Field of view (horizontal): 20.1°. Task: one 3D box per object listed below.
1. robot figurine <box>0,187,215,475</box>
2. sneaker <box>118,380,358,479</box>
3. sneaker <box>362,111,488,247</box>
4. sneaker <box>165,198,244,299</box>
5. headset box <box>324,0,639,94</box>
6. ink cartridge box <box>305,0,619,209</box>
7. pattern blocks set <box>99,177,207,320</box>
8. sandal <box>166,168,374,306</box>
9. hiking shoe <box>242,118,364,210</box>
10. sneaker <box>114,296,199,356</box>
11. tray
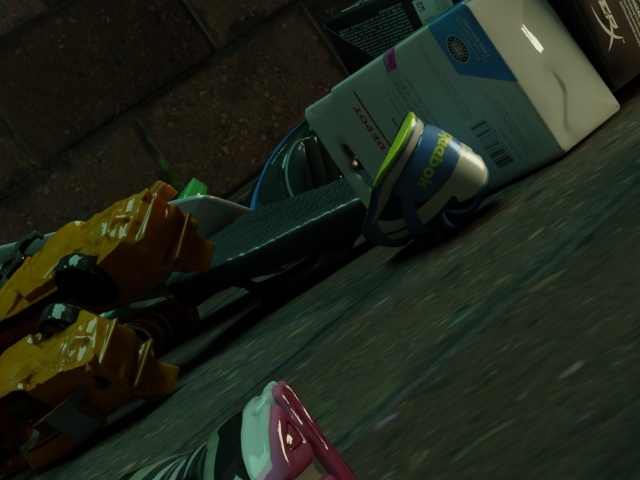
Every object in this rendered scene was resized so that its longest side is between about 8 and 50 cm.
[{"bbox_3d":[-0.197,0.083,1.267,0.291,0.085,0.211,-30,36,46],"label":"robot figurine"},{"bbox_3d":[-0.024,0.081,0.472,0.075,0.063,0.170,-35,0,-7],"label":"sneaker"},{"bbox_3d":[0.060,-0.023,1.031,0.144,0.059,0.053,99,-167,-75],"label":"sneaker"},{"bbox_3d":[-0.111,0.009,1.768,0.121,0.079,0.217,-32,13,-5],"label":"sneaker"},{"bbox_3d":[0.183,-0.182,1.197,0.293,0.110,0.218,-35,12,-36],"label":"headset box"},{"bbox_3d":[0.080,-0.080,1.090,0.061,0.104,0.181,-38,6,-35],"label":"ink cartridge box"},{"bbox_3d":[-0.217,0.051,1.714,0.325,0.026,0.285,-38,21,43],"label":"pattern blocks set"},{"bbox_3d":[0.000,0.000,1.245,0.254,0.054,0.097,-21,17,26],"label":"sandal"},{"bbox_3d":[0.042,-0.101,1.510,0.304,0.113,0.132,-39,8,-40],"label":"hiking shoe"},{"bbox_3d":[-0.158,0.084,1.480,0.118,0.042,0.067,-27,5,43],"label":"sneaker"},{"bbox_3d":[-0.134,0.016,1.427,0.270,0.030,0.145,-13,-23,41],"label":"tray"}]
